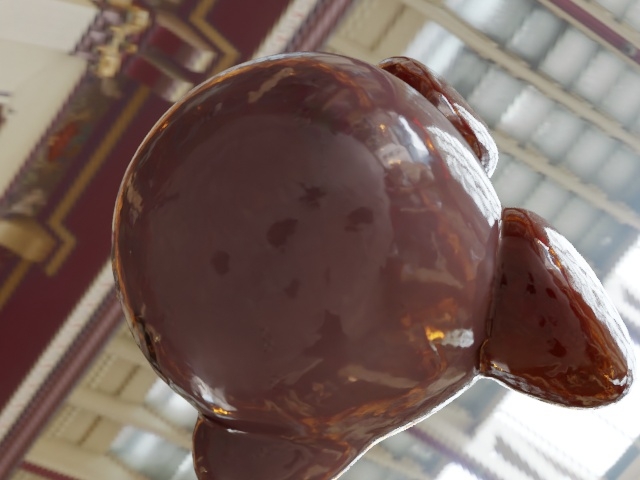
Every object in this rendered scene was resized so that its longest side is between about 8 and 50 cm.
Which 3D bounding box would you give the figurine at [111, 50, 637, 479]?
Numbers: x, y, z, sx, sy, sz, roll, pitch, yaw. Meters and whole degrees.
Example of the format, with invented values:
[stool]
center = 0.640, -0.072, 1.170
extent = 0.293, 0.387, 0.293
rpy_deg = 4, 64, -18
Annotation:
[figurine]
center = 0.006, -0.006, 0.841
extent = 0.261, 0.211, 0.270
rpy_deg = -24, -129, -4
